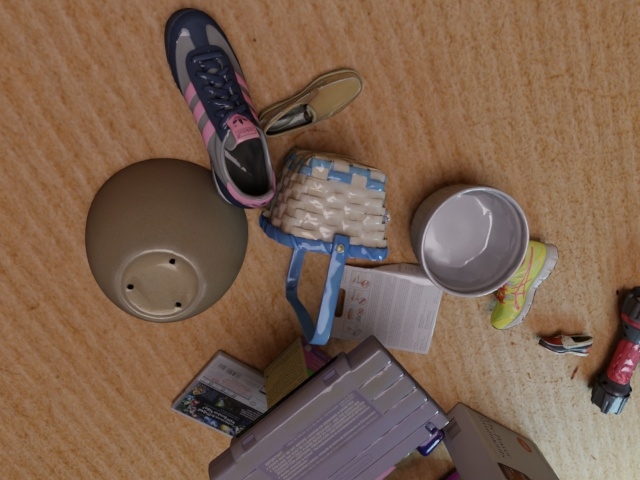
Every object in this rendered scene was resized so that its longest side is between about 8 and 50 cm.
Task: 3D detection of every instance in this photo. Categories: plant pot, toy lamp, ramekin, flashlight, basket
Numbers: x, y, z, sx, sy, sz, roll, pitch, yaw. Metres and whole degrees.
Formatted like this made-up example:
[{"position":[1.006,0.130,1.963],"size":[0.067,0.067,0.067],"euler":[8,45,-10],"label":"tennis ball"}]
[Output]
[{"position":[-0.260,0.029,0.945],"size":[0.284,0.191,0.284],"euler":[-4,118,-8],"label":"plant pot"},{"position":[0.168,0.512,1.329],"size":[0.275,0.080,0.080],"euler":[-37,117,9],"label":"toy lamp"},{"position":[0.265,-0.008,1.047],"size":[0.207,0.109,0.207],"euler":[-3,105,-11],"label":"ramekin"},{"position":[0.697,0.259,1.278],"size":[0.103,0.103,0.304],"euler":[3,115,-13],"label":"flashlight"},{"position":[0.000,0.000,0.940],"size":[0.201,0.255,0.289],"euler":[13,102,-18],"label":"basket"}]

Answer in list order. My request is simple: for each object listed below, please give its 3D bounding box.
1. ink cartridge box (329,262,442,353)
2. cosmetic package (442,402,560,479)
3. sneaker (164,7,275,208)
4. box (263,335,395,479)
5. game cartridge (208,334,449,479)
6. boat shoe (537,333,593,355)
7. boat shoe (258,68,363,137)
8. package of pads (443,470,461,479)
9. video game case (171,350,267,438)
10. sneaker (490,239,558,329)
[{"position":[0.126,0.130,1.154],"size":[0.225,0.056,0.181],"euler":[10,116,5],"label":"ink cartridge box"},{"position":[0.443,0.560,1.230],"size":[0.284,0.377,0.097],"euler":[34,106,-24],"label":"cosmetic package"},{"position":[-0.138,-0.199,0.862],"size":[0.112,0.131,0.319],"euler":[-27,111,-20],"label":"sneaker"},{"position":[0.010,0.347,1.124],"size":[0.213,0.243,0.117],"euler":[40,104,-24],"label":"box"},{"position":[0.014,0.336,0.951],"size":[0.355,0.068,0.230],"euler":[-39,112,5],"label":"game cartridge"},{"position":[0.552,0.230,1.269],"size":[0.137,0.049,0.043],"euler":[9,112,-17],"label":"boat shoe"},{"position":[-0.012,-0.216,0.929],"size":[0.190,0.072,0.068],"euler":[-29,118,6],"label":"boat shoe"},{"position":[0.381,0.736,1.467],"size":[0.229,0.101,0.296],"euler":[-41,117,13],"label":"package of pads"},{"position":[-0.191,0.338,1.209],"size":[0.190,0.022,0.173],"euler":[35,106,-24],"label":"video game case"},{"position":[0.392,0.085,1.158],"size":[0.094,0.081,0.208],"euler":[20,105,-11],"label":"sneaker"}]
